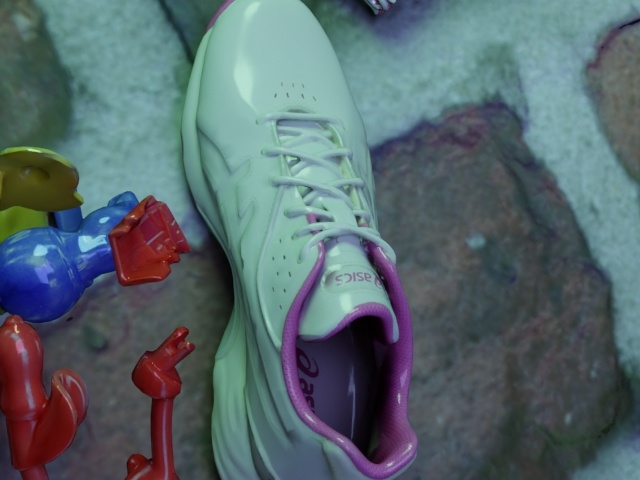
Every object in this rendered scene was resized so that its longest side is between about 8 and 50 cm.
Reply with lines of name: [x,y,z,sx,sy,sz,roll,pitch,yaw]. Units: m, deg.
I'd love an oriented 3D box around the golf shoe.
golf shoe: [0.000,0.000,0.799,0.115,0.140,0.306,-4,82,-26]

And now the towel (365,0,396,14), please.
towel: [0.041,-0.255,0.928,0.144,0.029,0.197,42,63,-14]

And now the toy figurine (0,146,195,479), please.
toy figurine: [-0.203,0.046,0.699,0.362,0.217,0.191,-11,104,15]
